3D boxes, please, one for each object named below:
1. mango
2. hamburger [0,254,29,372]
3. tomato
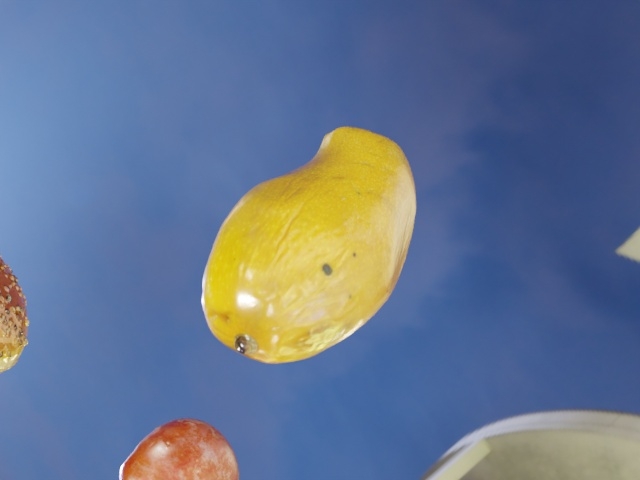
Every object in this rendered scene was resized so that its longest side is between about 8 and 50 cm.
[{"bbox_3d":[0.004,0.002,1.031,0.187,0.359,0.144,48,-43,1],"label":"mango"},{"bbox_3d":[-0.535,0.075,1.314,0.300,0.176,0.300,45,5,-5],"label":"hamburger"},{"bbox_3d":[-0.200,0.345,1.325,0.151,0.187,0.187,37,-40,8],"label":"tomato"}]
